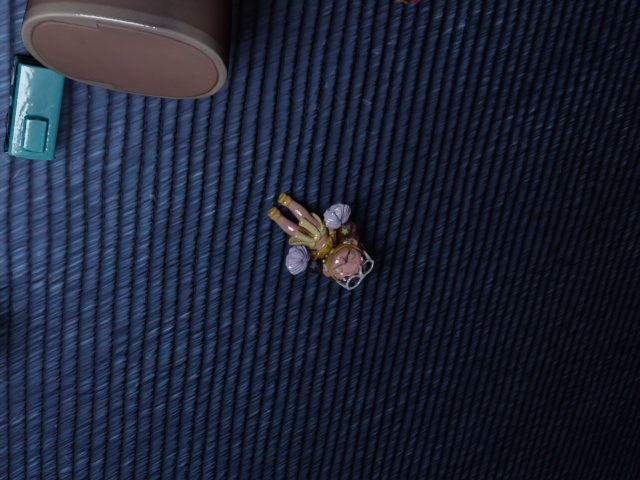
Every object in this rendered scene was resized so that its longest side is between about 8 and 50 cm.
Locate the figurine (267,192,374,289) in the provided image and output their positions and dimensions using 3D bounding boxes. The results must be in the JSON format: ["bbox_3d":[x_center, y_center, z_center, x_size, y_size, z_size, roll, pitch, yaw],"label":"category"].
[{"bbox_3d":[0.001,0.001,1.543,0.240,0.116,0.175,40,89,-30],"label":"figurine"}]

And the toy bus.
[{"bbox_3d":[-0.458,-0.206,1.214,0.079,0.092,0.160,5,110,-29],"label":"toy bus"}]

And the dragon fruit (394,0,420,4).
[{"bbox_3d":[0.179,-0.551,1.387,0.125,0.125,0.246,6,90,-61],"label":"dragon fruit"}]

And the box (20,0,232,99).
[{"bbox_3d":[-0.268,-0.354,1.105,0.301,0.301,0.216,11,78,-32],"label":"box"}]
